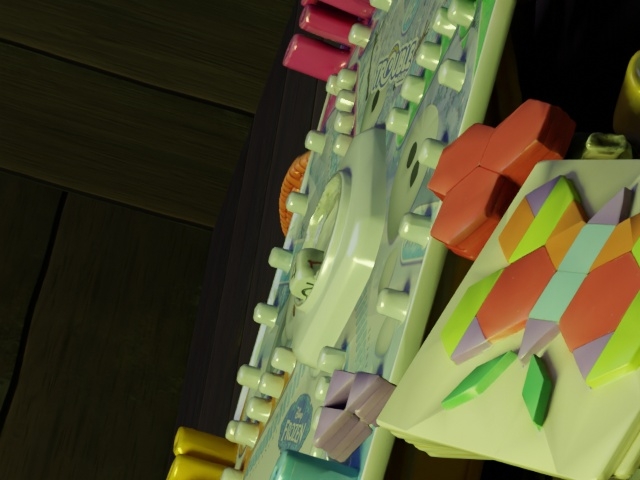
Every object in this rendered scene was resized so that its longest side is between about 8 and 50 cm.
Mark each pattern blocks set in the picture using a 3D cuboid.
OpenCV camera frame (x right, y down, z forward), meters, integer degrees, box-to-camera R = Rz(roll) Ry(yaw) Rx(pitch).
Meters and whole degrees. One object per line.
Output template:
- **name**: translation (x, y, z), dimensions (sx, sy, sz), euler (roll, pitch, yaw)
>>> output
- **pattern blocks set**: translation (0.101, 0.023, 0.746), dimensions (0.325, 0.026, 0.285), euler (-18, 39, 55)

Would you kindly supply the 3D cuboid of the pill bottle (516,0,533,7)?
- **pill bottle**: translation (0.134, -0.207, 1.181), dimensions (0.193, 0.108, 0.108), euler (130, 155, -73)

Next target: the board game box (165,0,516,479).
- **board game box**: translation (0.000, 0.000, 1.123), dimensions (0.390, 0.050, 0.390), euler (165, 121, -78)

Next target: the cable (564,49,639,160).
- **cable**: translation (0.146, -0.001, 0.977), dimensions (0.287, 0.072, 0.139), euler (82, -169, -78)

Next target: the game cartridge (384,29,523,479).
- **game cartridge**: translation (0.070, 0.058, 1.162), dimensions (0.285, 0.052, 0.324), euler (-87, 3, -62)

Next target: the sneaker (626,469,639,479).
- **sneaker**: translation (0.086, 0.178, 0.691), dimensions (0.105, 0.115, 0.281), euler (-171, 99, -82)

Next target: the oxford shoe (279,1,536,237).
- **oxford shoe**: translation (0.073, -0.078, 1.430), dimensions (0.133, 0.130, 0.364), euler (-56, 1, -33)
